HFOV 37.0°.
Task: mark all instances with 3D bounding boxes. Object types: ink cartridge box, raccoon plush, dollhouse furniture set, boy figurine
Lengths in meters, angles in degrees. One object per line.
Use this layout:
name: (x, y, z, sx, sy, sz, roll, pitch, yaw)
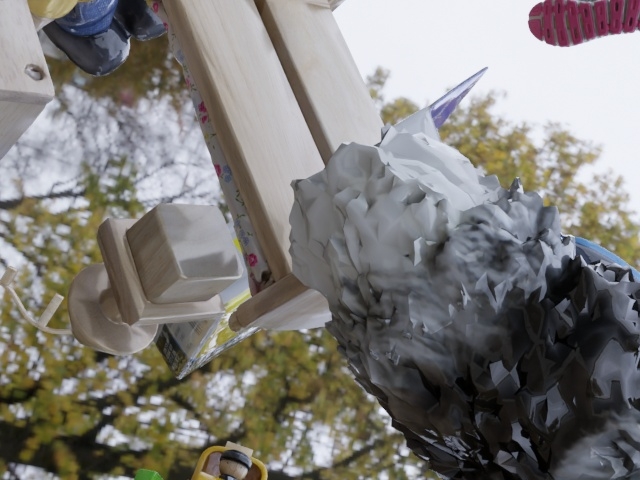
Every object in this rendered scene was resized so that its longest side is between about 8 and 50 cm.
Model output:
ink cartridge box: (0.000, 0.000, 0.867, 0.072, 0.307, 0.303, 57, -21, 9)
raccoon plush: (0.064, 0.215, 0.299, 0.299, 0.446, 0.216, -40, 169, -39)
dollhouse furniture set: (-0.090, -0.075, 0.531, 0.174, 0.356, 0.303, -35, -112, 37)
boy figurine: (-0.116, -0.201, 0.614, 0.177, 0.092, 0.285, -42, -171, -21)

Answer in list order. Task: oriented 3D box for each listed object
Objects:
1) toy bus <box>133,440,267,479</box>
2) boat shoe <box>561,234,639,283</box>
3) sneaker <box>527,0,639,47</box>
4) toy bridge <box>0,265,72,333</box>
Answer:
toy bus: (-0.118, 0.307, 1.192, 0.202, 0.191, 0.104, -10, -134, 35)
boat shoe: (0.265, 0.105, 0.824, 0.109, 0.258, 0.089, -18, -149, 56)
sneaker: (0.343, -0.278, 1.184, 0.171, 0.075, 0.063, 1, -74, 40)
toy bridge: (-0.444, 0.117, 1.569, 0.063, 0.188, 0.026, -58, -170, -4)
